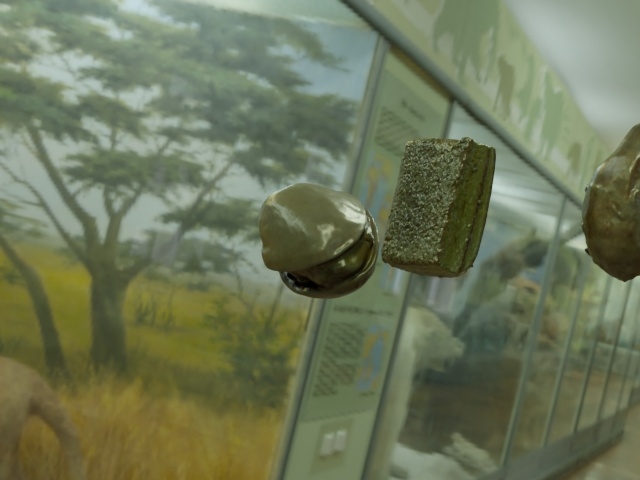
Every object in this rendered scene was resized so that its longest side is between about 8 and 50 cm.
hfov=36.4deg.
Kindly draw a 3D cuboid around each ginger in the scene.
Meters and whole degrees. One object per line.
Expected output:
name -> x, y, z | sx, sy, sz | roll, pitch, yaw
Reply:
ginger -> 0.541, -0.048, 1.429 | 0.304, 0.245, 0.155 | 8, -1, 43

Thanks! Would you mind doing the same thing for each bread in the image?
bread -> 0.206, -0.057, 1.680 | 0.110, 0.234, 0.184 | 19, -7, -29

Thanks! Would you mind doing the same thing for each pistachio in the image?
pistachio -> 0.000, 0.000, 0.913 | 0.113, 0.113, 0.149 | 14, 10, -35
